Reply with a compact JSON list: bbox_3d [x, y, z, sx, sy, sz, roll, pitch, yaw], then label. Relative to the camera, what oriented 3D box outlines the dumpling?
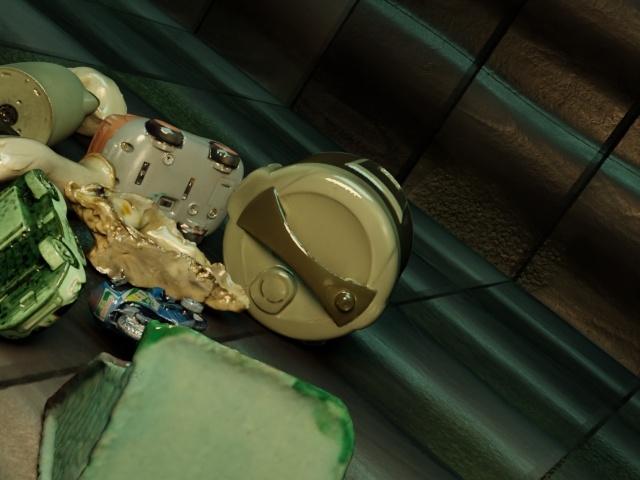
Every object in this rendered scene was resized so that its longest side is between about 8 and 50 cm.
[{"bbox_3d":[-0.485,-0.292,2.040,0.250,0.132,0.162,45,16,34],"label":"dumpling"}]

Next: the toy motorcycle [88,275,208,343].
[{"bbox_3d":[-0.250,0.106,1.427,0.136,0.092,0.254,27,6,11],"label":"toy motorcycle"}]

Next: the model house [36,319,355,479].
[{"bbox_3d":[-0.151,0.221,1.119,0.281,0.229,0.249,29,-8,-22],"label":"model house"}]

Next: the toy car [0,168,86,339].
[{"bbox_3d":[-0.384,0.026,1.330,0.125,0.136,0.306,48,4,-41],"label":"toy car"}]

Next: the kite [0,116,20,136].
[{"bbox_3d":[-0.618,-0.208,1.572,0.310,0.015,0.169,17,-16,11],"label":"kite"}]

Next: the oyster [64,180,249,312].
[{"bbox_3d":[-0.272,0.021,1.594,0.341,0.110,0.166,26,23,-33],"label":"oyster"}]

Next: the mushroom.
[{"bbox_3d":[-0.442,-0.099,1.567,0.159,0.122,0.329,19,6,27],"label":"mushroom"}]

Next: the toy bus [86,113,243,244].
[{"bbox_3d":[-0.305,-0.130,1.858,0.288,0.194,0.232,17,11,-43],"label":"toy bus"}]

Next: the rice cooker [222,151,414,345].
[{"bbox_3d":[0.000,0.000,1.783,0.335,0.335,0.325,35,16,5],"label":"rice cooker"}]

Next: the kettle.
[{"bbox_3d":[-0.544,-0.243,1.770,0.241,0.165,0.255,5,16,3],"label":"kettle"}]
